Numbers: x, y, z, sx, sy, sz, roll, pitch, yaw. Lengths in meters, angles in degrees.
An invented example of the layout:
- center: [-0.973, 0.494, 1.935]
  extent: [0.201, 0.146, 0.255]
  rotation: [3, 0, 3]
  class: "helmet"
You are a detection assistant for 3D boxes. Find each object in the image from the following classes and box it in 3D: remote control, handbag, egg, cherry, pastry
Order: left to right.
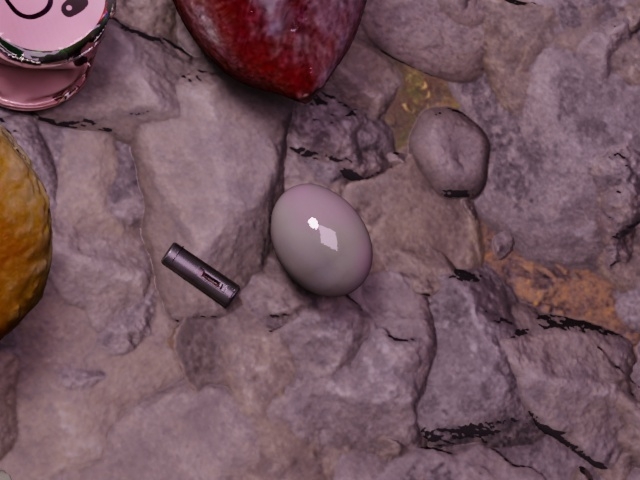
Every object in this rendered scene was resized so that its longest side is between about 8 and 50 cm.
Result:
- center: [-0.423, -0.006, 1.606]
  extent: [0.329, 0.136, 0.330]
  rotation: [-6, 109, -19]
  class: "pastry"
- center: [-0.322, -0.255, 1.771]
  extent: [0.179, 0.116, 0.205]
  rotation: [-31, 85, -24]
  class: "handbag"
- center: [-0.132, 0.037, 1.806]
  extent: [0.091, 0.016, 0.034]
  rotation: [35, 73, -5]
  class: "remote control"
- center: [-0.056, -0.296, 1.821]
  extent: [0.230, 0.203, 0.300]
  rotation: [-10, 87, -27]
  class: "cherry"
- center: [0.000, 0.000, 1.810]
  extent: [0.103, 0.103, 0.135]
  rotation: [-33, 85, -22]
  class: "egg"

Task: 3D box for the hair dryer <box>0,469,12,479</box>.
- center: [-0.395, 0.311, 1.626]
  extent: [0.219, 0.088, 0.225]
  rotation: [-28, 98, -26]
  class: "hair dryer"
